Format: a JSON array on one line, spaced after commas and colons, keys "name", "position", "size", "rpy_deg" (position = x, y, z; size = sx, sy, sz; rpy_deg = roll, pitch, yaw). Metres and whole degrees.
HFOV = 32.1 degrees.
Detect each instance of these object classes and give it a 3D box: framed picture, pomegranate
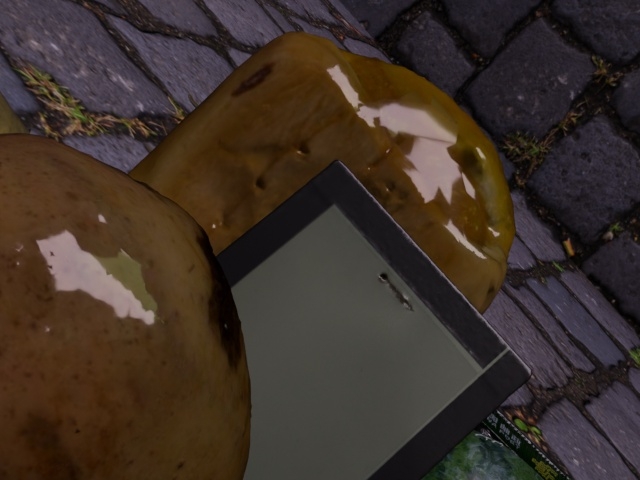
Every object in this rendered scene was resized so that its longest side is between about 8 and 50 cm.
[{"name": "framed picture", "position": [-0.024, 0.124, 0.941], "size": [0.265, 0.347, 0.016], "rpy_deg": [47, -18, 9]}, {"name": "pomegranate", "position": [-0.187, 0.089, 0.633], "size": [0.322, 0.322, 0.322], "rpy_deg": [39, 20, -17]}]

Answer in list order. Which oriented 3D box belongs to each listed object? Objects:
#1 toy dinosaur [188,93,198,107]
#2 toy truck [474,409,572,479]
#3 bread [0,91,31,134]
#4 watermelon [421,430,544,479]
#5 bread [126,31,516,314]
[{"name": "toy dinosaur", "position": [-0.101, -0.147, 1.700], "size": [0.212, 0.057, 0.142], "rpy_deg": [54, 12, 16]}, {"name": "toy truck", "position": [0.247, 0.312, 1.423], "size": [0.259, 0.088, 0.121], "rpy_deg": [45, 19, 2]}, {"name": "bread", "position": [-0.281, -0.064, 0.911], "size": [0.405, 0.242, 0.346], "rpy_deg": [20, 33, -44]}, {"name": "watermelon", "position": [0.159, 0.340, 1.119], "size": [0.305, 0.180, 0.224], "rpy_deg": [48, 63, -3]}, {"name": "bread", "position": [0.000, 0.000, 1.140], "size": [0.361, 0.394, 0.250], "rpy_deg": [46, 1, 8]}]
